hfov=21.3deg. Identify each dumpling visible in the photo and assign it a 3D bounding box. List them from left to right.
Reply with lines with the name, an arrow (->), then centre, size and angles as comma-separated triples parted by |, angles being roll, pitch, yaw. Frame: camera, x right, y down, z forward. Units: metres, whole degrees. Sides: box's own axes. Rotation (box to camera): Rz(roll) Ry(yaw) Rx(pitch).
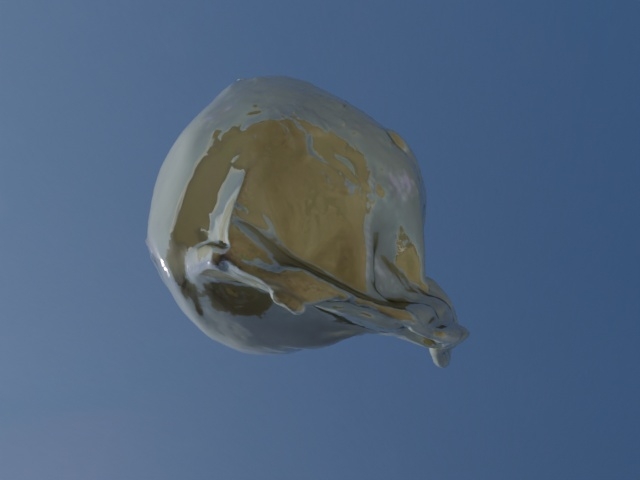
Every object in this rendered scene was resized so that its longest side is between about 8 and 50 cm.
dumpling -> 0.000, 0.000, 0.936 | 0.193, 0.258, 0.147 | 28, -80, -21
